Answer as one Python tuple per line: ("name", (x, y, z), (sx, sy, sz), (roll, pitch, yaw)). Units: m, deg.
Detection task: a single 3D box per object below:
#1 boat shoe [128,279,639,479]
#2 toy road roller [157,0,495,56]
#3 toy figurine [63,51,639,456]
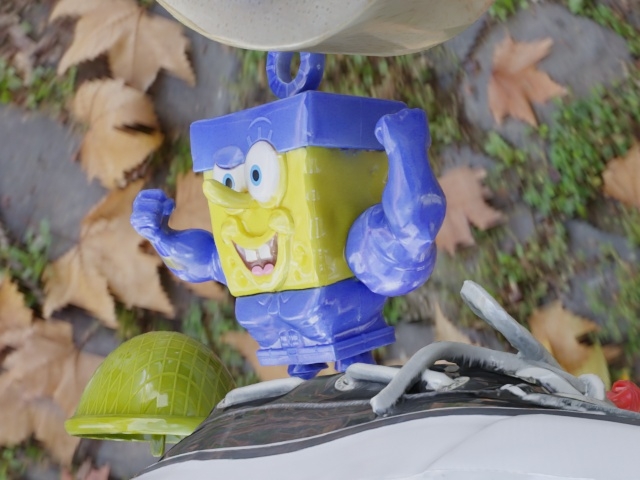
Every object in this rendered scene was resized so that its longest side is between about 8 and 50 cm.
("boat shoe", (0.050, 0.079, 0.542), (0.113, 0.105, 0.306), (50, 145, -16))
("toy road roller", (-0.035, -0.242, 0.641), (0.329, 0.202, 0.240), (43, 108, 12))
("toy figurine", (0.000, 0.000, 0.927), (0.191, 0.362, 0.217), (-8, 90, -34))
